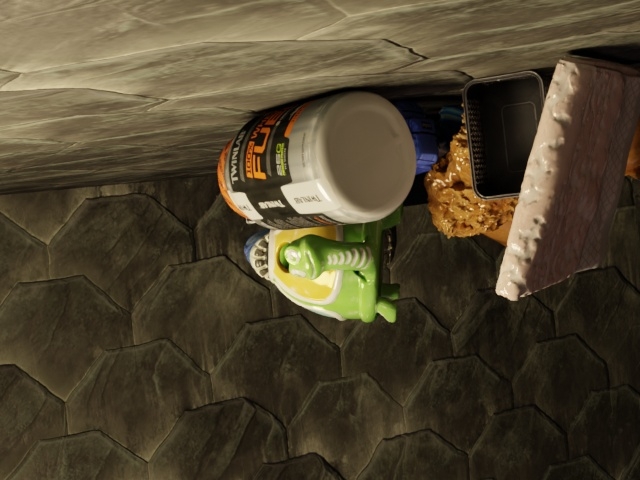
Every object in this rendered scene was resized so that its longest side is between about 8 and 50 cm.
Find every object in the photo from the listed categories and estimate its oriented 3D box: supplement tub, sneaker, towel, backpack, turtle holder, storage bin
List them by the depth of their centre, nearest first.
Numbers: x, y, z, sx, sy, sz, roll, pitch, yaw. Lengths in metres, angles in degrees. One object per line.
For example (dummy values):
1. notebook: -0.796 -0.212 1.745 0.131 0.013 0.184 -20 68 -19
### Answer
1. towel: 0.369 -0.093 1.494 0.053 0.332 0.317 21 -163 31
2. storage bin: 0.289 -0.155 1.556 0.122 0.180 0.084 -6 -179 27
3. supplement tub: -0.018 -0.115 1.609 0.193 0.194 0.316 -7 -179 -35
4. backpack: 0.142 -0.174 1.739 0.101 0.120 0.098 -17 167 38
5. turtle holder: 0.025 0.038 1.816 0.227 0.243 0.320 3 -150 6
6. sneaker: 0.000 0.000 2.083 0.330 0.130 0.147 -4 -166 -24

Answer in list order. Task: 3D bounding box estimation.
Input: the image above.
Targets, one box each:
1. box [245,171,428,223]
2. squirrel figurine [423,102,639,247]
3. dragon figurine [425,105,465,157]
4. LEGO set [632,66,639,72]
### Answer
1. box: 0.041 -0.142 2.118 0.312 0.179 0.343 -5 -178 15
2. squirrel figurine: 0.387 -0.131 1.770 0.397 0.281 0.370 -14 178 -39
3. dragon figurine: 0.227 -0.202 1.958 0.289 0.144 0.085 28 161 -33
4. LEGO set: 0.518 -0.265 1.593 0.083 0.023 0.054 8 -176 20
